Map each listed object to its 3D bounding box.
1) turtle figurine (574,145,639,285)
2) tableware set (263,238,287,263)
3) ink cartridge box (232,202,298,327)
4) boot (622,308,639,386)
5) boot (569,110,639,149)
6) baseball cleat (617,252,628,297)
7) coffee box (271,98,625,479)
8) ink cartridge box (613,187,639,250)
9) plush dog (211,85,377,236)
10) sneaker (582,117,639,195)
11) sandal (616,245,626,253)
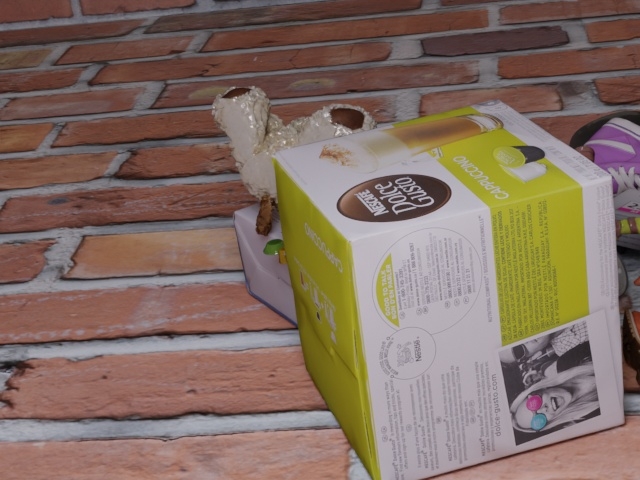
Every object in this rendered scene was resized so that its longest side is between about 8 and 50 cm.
[{"bbox_3d":[0.356,-0.020,1.929,0.270,0.217,0.087,-20,-26,25],"label":"turtle figurine"},{"bbox_3d":[0.000,0.000,1.879,0.154,0.024,0.104,-22,25,-26],"label":"tableware set"},{"bbox_3d":[0.105,-0.003,2.050,0.396,0.151,0.270,-21,28,-24],"label":"ink cartridge box"},{"bbox_3d":[0.450,0.143,1.749,0.085,0.059,0.158,-6,32,-4],"label":"boot"},{"bbox_3d":[0.605,-0.184,2.413,0.305,0.112,0.115,-12,-7,2],"label":"boot"},{"bbox_3d":[0.405,0.021,2.007,0.072,0.109,0.206,-42,55,8],"label":"baseball cleat"},{"bbox_3d":[0.155,0.054,1.679,0.334,0.338,0.337,-13,24,-12],"label":"coffee box"},{"bbox_3d":[0.597,-0.030,2.035,0.275,0.060,0.239,15,27,36],"label":"ink cartridge box"},{"bbox_3d":[-0.021,-0.118,1.995,0.262,0.210,0.225,13,12,26],"label":"plush dog"},{"bbox_3d":[0.550,-0.102,2.237,0.161,0.102,0.282,-39,38,-22],"label":"sneaker"},{"bbox_3d":[0.378,-0.029,2.144,0.255,0.054,0.097,9,29,33],"label":"sandal"}]
